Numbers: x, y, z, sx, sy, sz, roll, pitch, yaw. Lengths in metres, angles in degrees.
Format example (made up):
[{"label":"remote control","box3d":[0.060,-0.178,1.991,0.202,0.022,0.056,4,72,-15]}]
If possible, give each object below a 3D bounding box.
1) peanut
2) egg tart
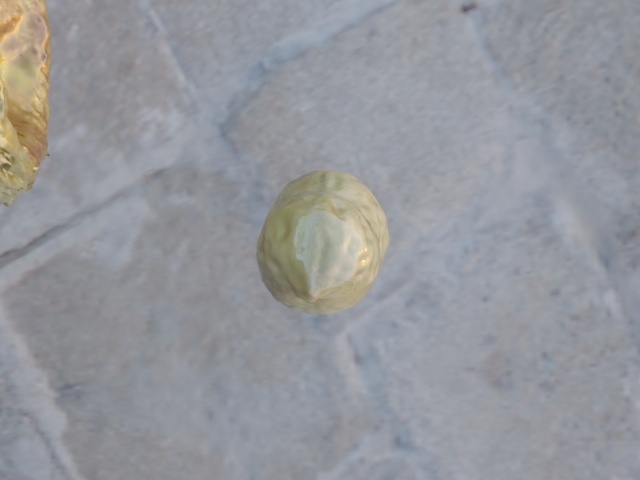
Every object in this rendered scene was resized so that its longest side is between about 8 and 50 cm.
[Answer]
[{"label":"peanut","box3d":[0.000,0.000,1.706,0.148,0.319,0.147,0,90,6]},{"label":"egg tart","box3d":[-0.339,-0.208,1.520,0.169,0.388,0.387,-1,83,0]}]
